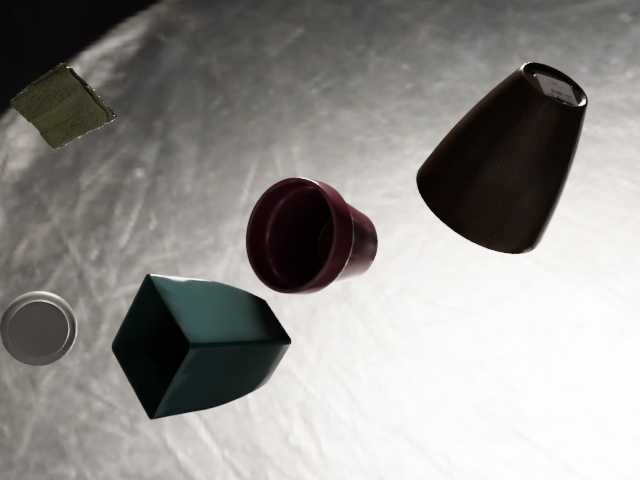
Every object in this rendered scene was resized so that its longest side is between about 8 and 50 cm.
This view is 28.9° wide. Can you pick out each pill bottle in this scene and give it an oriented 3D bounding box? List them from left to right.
[{"bbox_3d":[-0.442,0.137,1.946,0.117,0.118,0.208,-15,0,-13],"label":"pill bottle"}]

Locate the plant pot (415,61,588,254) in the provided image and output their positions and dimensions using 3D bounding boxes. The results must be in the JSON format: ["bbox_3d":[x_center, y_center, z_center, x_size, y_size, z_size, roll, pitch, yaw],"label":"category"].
[{"bbox_3d":[0.286,-0.135,1.808,0.215,0.230,0.215,19,36,-14],"label":"plant pot"}]

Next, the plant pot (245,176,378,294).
[{"bbox_3d":[0.000,0.000,2.172,0.201,0.201,0.180,3,-5,37],"label":"plant pot"}]

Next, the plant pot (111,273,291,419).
[{"bbox_3d":[-0.179,0.167,2.002,0.234,0.165,0.166,1,40,-41],"label":"plant pot"}]

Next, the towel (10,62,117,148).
[{"bbox_3d":[-0.371,-0.190,1.775,0.148,0.110,0.027,-19,33,40],"label":"towel"}]
